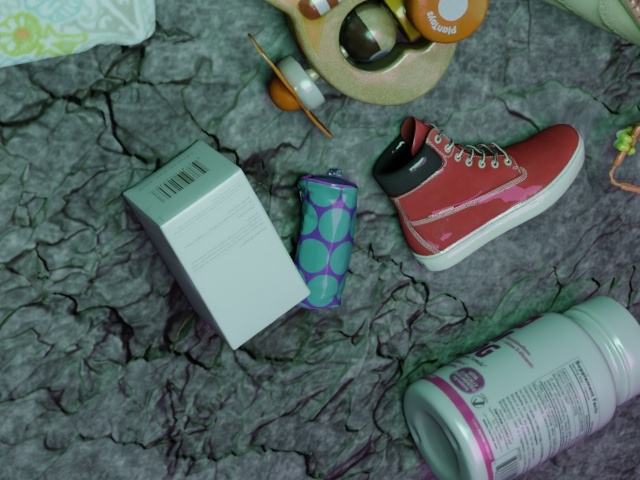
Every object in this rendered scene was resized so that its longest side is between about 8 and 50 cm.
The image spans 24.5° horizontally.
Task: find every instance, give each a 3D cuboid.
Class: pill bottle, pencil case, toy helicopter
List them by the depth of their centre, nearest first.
[{"bbox_3d":[-0.023,-0.238,1.489,0.355,0.140,0.235,22,108,-25],"label":"toy helicopter"},{"bbox_3d":[0.000,0.000,1.626,0.064,0.070,0.151,-27,128,-62],"label":"pencil case"},{"bbox_3d":[0.258,0.186,1.807,0.283,0.160,0.160,-26,123,-19],"label":"pill bottle"}]

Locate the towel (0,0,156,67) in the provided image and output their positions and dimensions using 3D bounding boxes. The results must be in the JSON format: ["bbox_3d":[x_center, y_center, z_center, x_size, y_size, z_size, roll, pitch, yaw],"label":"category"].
[{"bbox_3d":[-0.326,-0.301,1.273,0.375,0.090,0.320,-14,125,-25],"label":"towel"}]

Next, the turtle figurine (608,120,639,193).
[{"bbox_3d":[0.460,-0.178,1.808,0.270,0.087,0.217,-13,110,-14],"label":"turtle figurine"}]

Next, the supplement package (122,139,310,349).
[{"bbox_3d":[-0.107,0.004,1.537,0.105,0.105,0.179,-36,125,-13],"label":"supplement package"}]

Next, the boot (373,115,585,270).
[{"bbox_3d":[0.182,-0.098,1.681,0.244,0.088,0.176,-34,123,-9],"label":"boot"}]

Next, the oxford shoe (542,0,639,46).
[{"bbox_3d":[0.305,-0.307,1.628,0.397,0.147,0.140,32,69,-34],"label":"oxford shoe"}]
